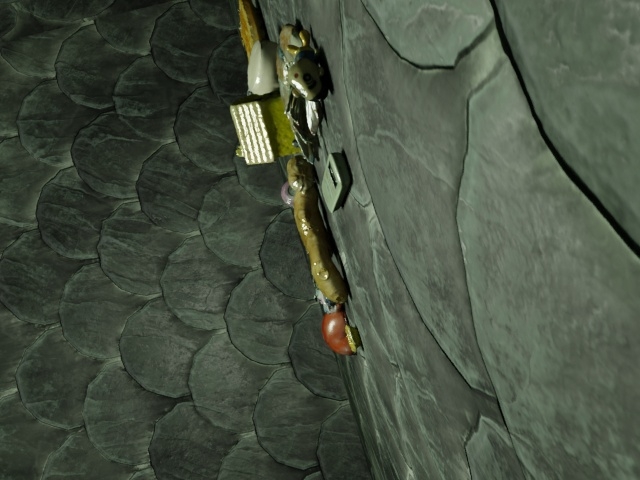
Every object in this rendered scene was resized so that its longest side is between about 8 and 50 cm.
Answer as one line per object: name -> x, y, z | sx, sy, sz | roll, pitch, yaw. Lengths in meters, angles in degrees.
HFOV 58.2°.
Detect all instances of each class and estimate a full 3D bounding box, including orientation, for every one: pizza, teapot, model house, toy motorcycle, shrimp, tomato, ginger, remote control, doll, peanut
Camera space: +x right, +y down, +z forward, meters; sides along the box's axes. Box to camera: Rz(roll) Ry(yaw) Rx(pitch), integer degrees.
pizza -> -0.250, -0.775, 2.228 | 0.223, 0.089, 0.323 | 174, 82, -79
teapot -> -0.064, -0.161, 2.191 | 0.146, 0.148, 0.116 | 58, -132, -66
model house -> -0.144, -0.331, 1.663 | 0.175, 0.234, 0.193 | -117, 11, -64
toy motorcycle -> 0.036, 0.209, 2.160 | 0.239, 0.108, 0.204 | -74, -21, -57
shrimp -> -0.045, -0.360, 1.457 | 0.247, 0.085, 0.360 | -133, 30, -63
tomato -> 0.061, 0.362, 2.328 | 0.199, 0.112, 0.227 | -139, 36, -84
ginger -> -0.015, 0.008, 1.978 | 0.363, 0.122, 0.348 | -96, -14, -55
remote control -> 0.037, -0.139, 1.426 | 0.309, 0.038, 0.090 | 112, 141, -81
doll -> -0.032, -0.369, 1.238 | 0.089, 0.102, 0.179 | 5, -125, -49
peanut -> -0.067, -0.231, 1.959 | 0.214, 0.100, 0.099 | -107, 2, -68

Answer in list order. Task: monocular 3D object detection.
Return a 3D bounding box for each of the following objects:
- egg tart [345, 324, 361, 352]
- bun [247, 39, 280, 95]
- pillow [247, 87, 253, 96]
egg tart -> 0.117, 0.342, 2.029 | 0.105, 0.039, 0.105 | 164, 90, -85
bun -> -0.153, -0.526, 1.782 | 0.173, 0.120, 0.172 | -173, 90, -70
pillow -> -0.179, -0.478, 1.990 | 0.335, 0.093, 0.161 | -59, -48, -63
